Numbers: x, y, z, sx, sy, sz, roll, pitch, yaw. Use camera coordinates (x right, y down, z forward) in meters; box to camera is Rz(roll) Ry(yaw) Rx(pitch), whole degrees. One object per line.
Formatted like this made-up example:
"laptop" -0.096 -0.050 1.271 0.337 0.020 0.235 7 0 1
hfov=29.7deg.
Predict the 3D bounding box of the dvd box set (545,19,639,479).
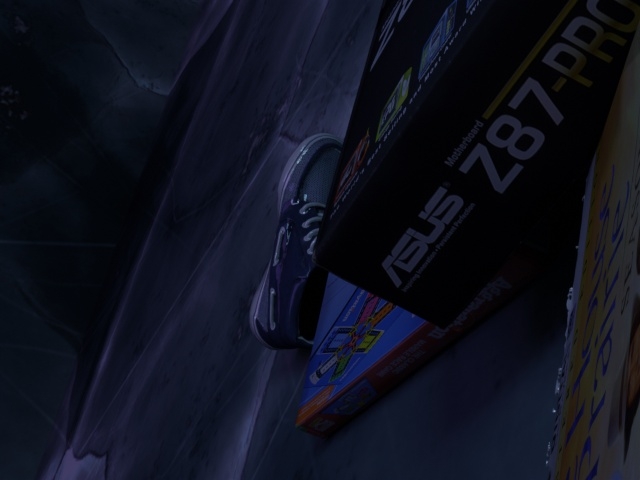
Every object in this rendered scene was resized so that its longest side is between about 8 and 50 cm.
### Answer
"dvd box set" 0.117 -0.010 0.287 0.420 0.062 0.308 90 -168 -59

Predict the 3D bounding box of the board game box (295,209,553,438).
"board game box" 0.066 0.019 0.798 0.281 0.027 0.145 -46 24 51

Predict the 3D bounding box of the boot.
"boot" 0.000 0.000 0.991 0.086 0.069 0.190 -5 71 65

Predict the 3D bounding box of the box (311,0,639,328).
"box" 0.142 -0.191 0.608 0.395 0.097 0.318 -55 11 41
